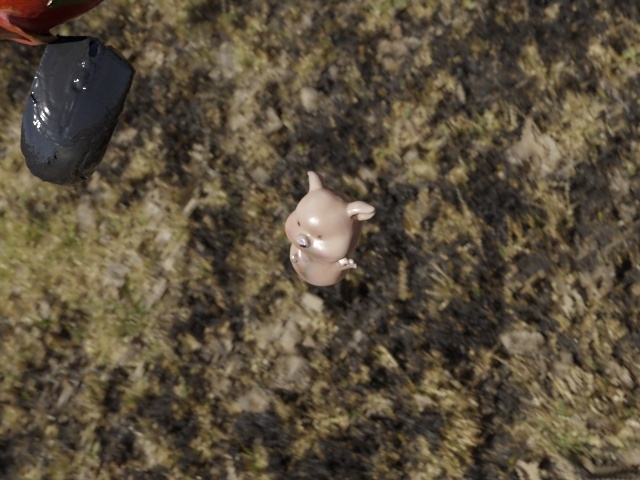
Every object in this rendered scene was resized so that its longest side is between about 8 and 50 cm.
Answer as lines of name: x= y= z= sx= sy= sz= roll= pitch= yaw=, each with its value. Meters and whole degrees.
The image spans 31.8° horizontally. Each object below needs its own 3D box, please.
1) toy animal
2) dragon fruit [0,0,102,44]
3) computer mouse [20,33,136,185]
toy animal: x=0.003 y=-0.004 z=1.178 sx=0.083 sy=0.150 sz=0.089 roll=19 pitch=53 yaw=-1
dragon fruit: x=-0.414 y=-0.374 z=1.375 sx=0.305 sy=0.306 sz=0.225 roll=26 pitch=40 yaw=35
computer mouse: x=-0.328 y=-0.166 z=1.485 sx=0.073 sy=0.122 sz=0.217 roll=-98 pitch=30 yaw=-70
